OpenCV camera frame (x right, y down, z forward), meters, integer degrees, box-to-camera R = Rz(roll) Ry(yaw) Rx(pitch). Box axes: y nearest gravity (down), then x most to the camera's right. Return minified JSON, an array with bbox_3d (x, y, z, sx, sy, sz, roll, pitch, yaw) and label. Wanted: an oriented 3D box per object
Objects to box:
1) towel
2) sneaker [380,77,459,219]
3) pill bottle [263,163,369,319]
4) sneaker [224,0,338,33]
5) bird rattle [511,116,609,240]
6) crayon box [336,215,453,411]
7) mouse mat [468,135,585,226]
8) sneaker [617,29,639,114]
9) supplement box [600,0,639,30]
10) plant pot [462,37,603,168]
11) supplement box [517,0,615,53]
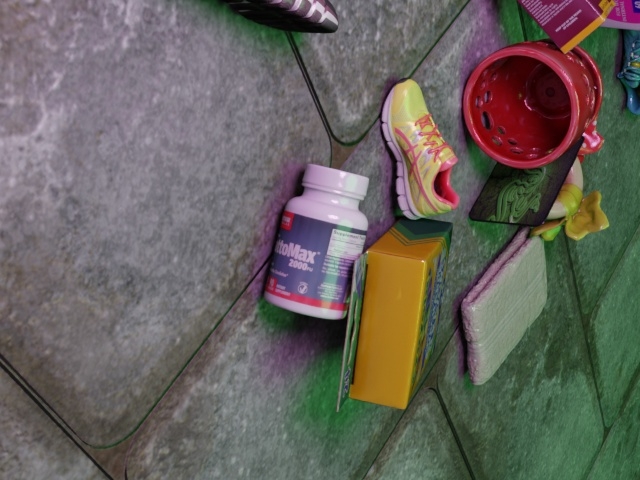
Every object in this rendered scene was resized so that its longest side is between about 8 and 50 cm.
[{"bbox_3d":[0.341,0.113,1.719,0.282,0.049,0.187,-42,131,-38],"label":"towel"},{"bbox_3d":[0.152,-0.131,1.316,0.081,0.094,0.208,-33,116,-42],"label":"sneaker"},{"bbox_3d":[0.000,0.000,1.162,0.108,0.108,0.180,10,94,-54],"label":"pill bottle"},{"bbox_3d":[-0.060,-0.324,0.962,0.281,0.106,0.162,14,89,-54],"label":"sneaker"},{"bbox_3d":[0.421,-0.125,1.656,0.207,0.143,0.253,4,85,-32],"label":"bird rattle"},{"bbox_3d":[0.110,0.094,1.271,0.323,0.083,0.203,-35,133,-70],"label":"crayon box"},{"bbox_3d":[0.342,-0.104,1.547,0.007,0.153,0.189,44,66,-37],"label":"mouse mat"},{"bbox_3d":[0.676,-0.375,1.941,0.110,0.107,0.275,-48,138,-18],"label":"sneaker"},{"bbox_3d":[0.461,-0.427,1.523,0.114,0.220,0.111,-56,140,-22],"label":"supplement box"},{"bbox_3d":[0.348,-0.225,1.476,0.174,0.191,0.191,-28,124,-49],"label":"plant pot"},{"bbox_3d":[0.346,-0.387,1.398,0.188,0.081,0.104,47,37,-4],"label":"supplement box"}]
